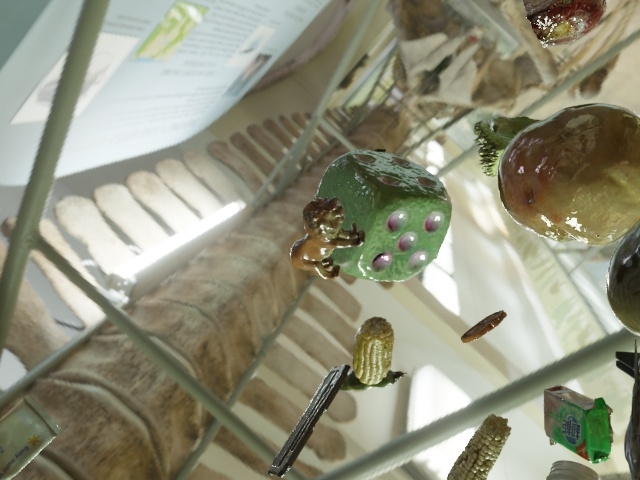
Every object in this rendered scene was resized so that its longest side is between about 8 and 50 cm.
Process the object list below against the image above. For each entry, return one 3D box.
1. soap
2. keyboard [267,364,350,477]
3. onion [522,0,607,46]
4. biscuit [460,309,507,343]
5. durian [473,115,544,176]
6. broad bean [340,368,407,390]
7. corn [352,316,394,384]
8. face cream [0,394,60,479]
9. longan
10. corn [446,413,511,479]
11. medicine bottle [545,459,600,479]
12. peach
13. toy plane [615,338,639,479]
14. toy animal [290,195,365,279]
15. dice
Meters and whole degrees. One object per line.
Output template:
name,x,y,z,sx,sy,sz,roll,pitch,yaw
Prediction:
soap,0.774,0.553,2.246,0.273,0.098,0.217,-164,67,-79
keyboard,-0.021,0.364,1.512,0.016,0.262,0.106,38,157,-7
onion,0.646,-0.620,1.951,0.206,0.207,0.216,38,-135,-43
biscuit,0.274,0.144,1.233,0.015,0.091,0.078,57,156,1
durian,0.549,-0.285,2.015,0.395,0.198,0.163,-15,-97,-36
broad bean,0.148,0.437,2.362,0.061,0.339,0.077,-42,-78,-35
corn,0.121,0.249,1.682,0.101,0.101,0.291,49,160,21
face cream,-0.597,0.400,1.376,0.070,0.224,0.114,20,144,47
longan,0.918,0.095,1.936,0.361,0.361,0.361,39,-165,-13
corn,0.365,0.500,1.711,0.087,0.210,0.087,26,-170,-5
medicine bottle,0.522,0.647,1.616,0.124,0.179,0.324,34,-125,-11
peach,0.458,-0.119,1.332,0.292,0.293,0.247,-43,-50,-75
toy plane,0.628,0.338,1.440,0.212,0.088,0.267,59,-148,-49
toy animal,0.000,0.000,1.743,0.158,0.312,0.097,20,-129,-13
dice,0.186,-0.077,2.286,0.331,0.318,0.322,-1,-147,-34
